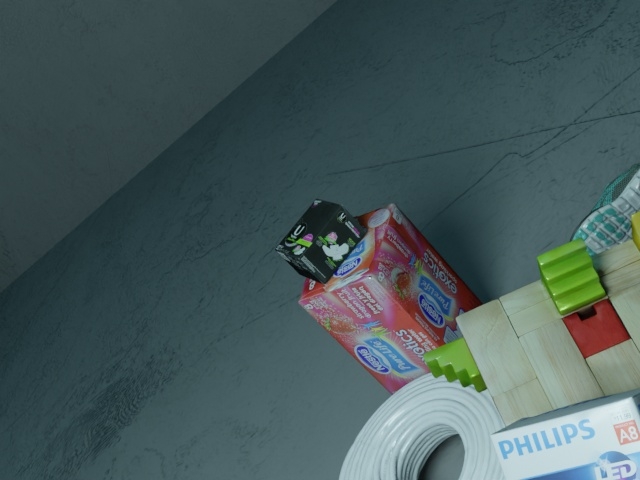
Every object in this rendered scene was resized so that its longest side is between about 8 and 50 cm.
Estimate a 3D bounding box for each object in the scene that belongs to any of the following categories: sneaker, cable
[{"bbox_3d":[0.383,-0.040,1.233,0.166,0.065,0.076,-42,10,-1],"label":"sneaker"},{"bbox_3d":[0.137,0.263,1.077,0.257,0.089,0.257,-13,49,43],"label":"cable"}]

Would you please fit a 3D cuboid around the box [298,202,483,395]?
[{"bbox_3d":[0.105,0.093,1.200,0.122,0.257,0.128,-21,35,36],"label":"box"}]

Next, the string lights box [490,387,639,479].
[{"bbox_3d":[0.252,0.262,0.784,0.133,0.259,0.077,-25,-11,34],"label":"string lights box"}]

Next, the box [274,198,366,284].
[{"bbox_3d":[0.000,0.000,1.132,0.083,0.052,0.062,-50,31,-12],"label":"box"}]

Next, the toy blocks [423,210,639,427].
[{"bbox_3d":[0.318,0.141,0.922,0.381,0.191,0.261,-24,56,5],"label":"toy blocks"}]
